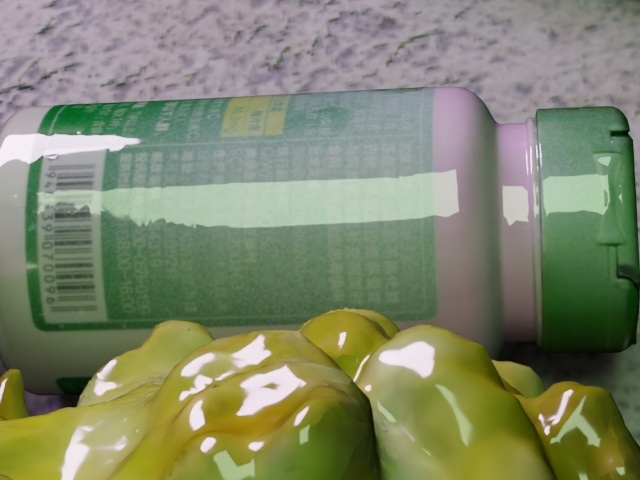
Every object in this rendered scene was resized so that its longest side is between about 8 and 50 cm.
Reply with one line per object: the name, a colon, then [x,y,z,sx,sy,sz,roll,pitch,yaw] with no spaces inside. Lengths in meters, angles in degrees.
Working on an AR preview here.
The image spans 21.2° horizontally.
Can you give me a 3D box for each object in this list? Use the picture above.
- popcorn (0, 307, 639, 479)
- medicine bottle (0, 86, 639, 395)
popcorn: [-0.011,0.158,0.550,0.312,0.312,0.312,-4,58,6]
medicine bottle: [0.000,0.000,0.750,0.274,0.133,0.133,-2,58,8]
